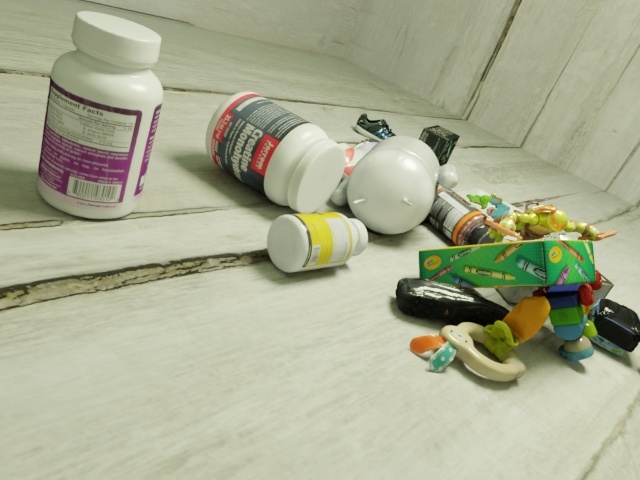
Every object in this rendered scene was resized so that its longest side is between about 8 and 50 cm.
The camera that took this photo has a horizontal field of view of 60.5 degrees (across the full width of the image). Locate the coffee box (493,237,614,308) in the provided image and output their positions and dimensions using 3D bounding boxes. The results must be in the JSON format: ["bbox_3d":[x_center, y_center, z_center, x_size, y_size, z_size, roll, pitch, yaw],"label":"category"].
[{"bbox_3d":[0.517,0.084,1.263,0.247,0.098,0.141,11,27,-21],"label":"coffee box"}]

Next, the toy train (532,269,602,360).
[{"bbox_3d":[0.523,0.131,1.111,0.105,0.143,0.248,-13,7,38],"label":"toy train"}]

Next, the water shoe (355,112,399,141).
[{"bbox_3d":[0.232,-0.408,2.041,0.203,0.080,0.073,21,25,-2],"label":"water shoe"}]

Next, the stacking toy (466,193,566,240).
[{"bbox_3d":[0.461,-0.050,1.320,0.221,0.052,0.167,28,5,1],"label":"stacking toy"}]

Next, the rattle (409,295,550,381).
[{"bbox_3d":[0.265,0.149,0.896,0.200,0.142,0.130,19,43,-20],"label":"rattle"}]

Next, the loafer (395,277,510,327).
[{"bbox_3d":[0.246,0.115,1.011,0.224,0.076,0.078,15,33,-7],"label":"loafer"}]

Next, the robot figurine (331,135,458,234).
[{"bbox_3d":[0.179,-0.136,1.311,0.300,0.199,0.353,-10,16,21],"label":"robot figurine"}]

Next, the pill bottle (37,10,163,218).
[{"bbox_3d":[-0.353,-0.200,0.893,0.170,0.301,0.169,18,25,-9],"label":"pill bottle"}]

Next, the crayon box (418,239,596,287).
[{"bbox_3d":[0.346,0.048,1.050,0.166,0.081,0.279,1,-5,-37],"label":"crayon box"}]

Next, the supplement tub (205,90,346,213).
[{"bbox_3d":[-0.101,-0.195,1.218,0.272,0.191,0.191,33,27,23],"label":"supplement tub"}]

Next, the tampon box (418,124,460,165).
[{"bbox_3d":[0.427,-0.349,2.034,0.102,0.120,0.161,32,26,19],"label":"tampon box"}]

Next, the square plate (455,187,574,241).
[{"bbox_3d":[0.531,-0.043,1.589,0.344,0.049,0.347,35,28,27],"label":"square plate"}]

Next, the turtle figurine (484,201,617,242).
[{"bbox_3d":[0.428,-0.034,1.114,0.270,0.087,0.217,2,-6,-8],"label":"turtle figurine"}]

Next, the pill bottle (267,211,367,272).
[{"bbox_3d":[0.000,0.000,1.012,0.184,0.103,0.103,-5,36,-45],"label":"pill bottle"}]

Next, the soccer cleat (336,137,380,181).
[{"bbox_3d":[0.114,-0.218,1.570,0.116,0.109,0.318,52,29,10],"label":"soccer cleat"}]

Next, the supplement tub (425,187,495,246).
[{"bbox_3d":[0.356,-0.045,1.389,0.106,0.106,0.198,2,32,-36],"label":"supplement tub"}]

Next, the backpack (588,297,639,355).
[{"bbox_3d":[0.620,0.181,1.169,0.105,0.084,0.114,29,31,13],"label":"backpack"}]
